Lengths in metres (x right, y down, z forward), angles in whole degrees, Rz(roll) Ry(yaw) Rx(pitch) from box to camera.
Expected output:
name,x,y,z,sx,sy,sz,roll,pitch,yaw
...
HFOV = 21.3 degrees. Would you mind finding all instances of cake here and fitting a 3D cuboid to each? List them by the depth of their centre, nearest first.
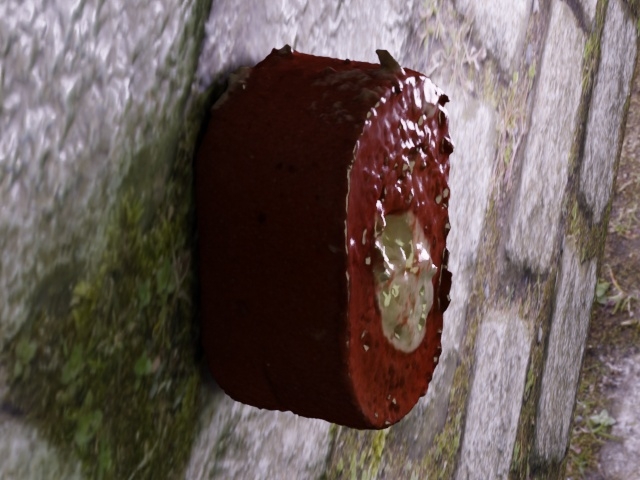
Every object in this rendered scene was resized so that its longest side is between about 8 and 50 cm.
name,x,y,z,sx,sy,sz,roll,pitch,yaw
cake,0.000,0.000,1.215,0.177,0.150,0.283,-22,120,-55
